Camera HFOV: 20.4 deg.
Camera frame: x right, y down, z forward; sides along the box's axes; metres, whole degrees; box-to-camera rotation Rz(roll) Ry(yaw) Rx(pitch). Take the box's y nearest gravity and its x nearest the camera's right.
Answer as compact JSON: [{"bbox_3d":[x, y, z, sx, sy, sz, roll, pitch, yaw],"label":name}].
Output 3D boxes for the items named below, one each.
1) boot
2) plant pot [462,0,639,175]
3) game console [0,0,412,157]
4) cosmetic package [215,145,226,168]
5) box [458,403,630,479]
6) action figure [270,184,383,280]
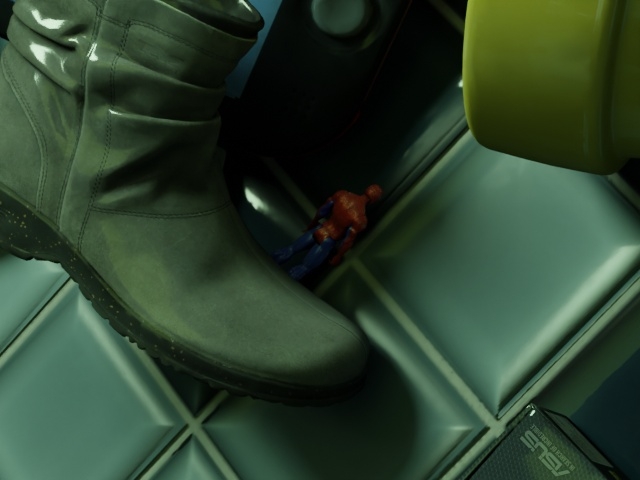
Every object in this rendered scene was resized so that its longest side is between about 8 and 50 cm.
[{"bbox_3d":[-0.085,-0.053,1.158,0.338,0.118,0.222,29,111,7],"label":"boot"},{"bbox_3d":[0.234,-0.146,1.018,0.239,0.254,0.254,16,84,18],"label":"plant pot"},{"bbox_3d":[-0.102,-0.266,1.191,0.387,0.060,0.342,25,114,-2],"label":"game console"},{"bbox_3d":[-0.132,-0.049,1.316,0.115,0.041,0.060,5,79,32],"label":"cosmetic package"},{"bbox_3d":[0.149,0.241,1.050,0.183,0.059,0.232,-49,58,11],"label":"box"},{"bbox_3d":[0.000,0.000,1.229,0.115,0.030,0.038,-42,63,21],"label":"action figure"}]
